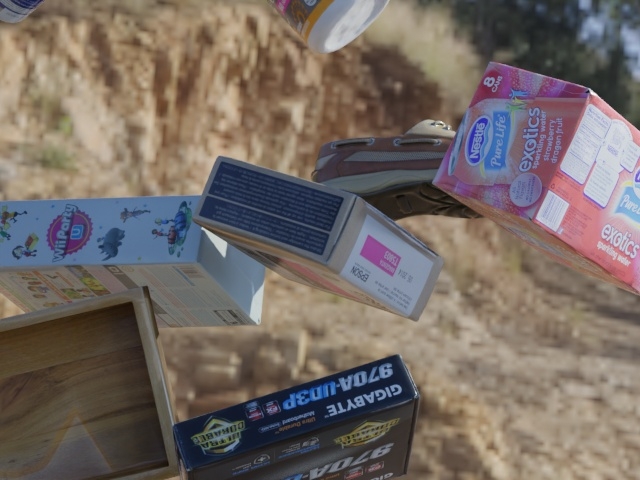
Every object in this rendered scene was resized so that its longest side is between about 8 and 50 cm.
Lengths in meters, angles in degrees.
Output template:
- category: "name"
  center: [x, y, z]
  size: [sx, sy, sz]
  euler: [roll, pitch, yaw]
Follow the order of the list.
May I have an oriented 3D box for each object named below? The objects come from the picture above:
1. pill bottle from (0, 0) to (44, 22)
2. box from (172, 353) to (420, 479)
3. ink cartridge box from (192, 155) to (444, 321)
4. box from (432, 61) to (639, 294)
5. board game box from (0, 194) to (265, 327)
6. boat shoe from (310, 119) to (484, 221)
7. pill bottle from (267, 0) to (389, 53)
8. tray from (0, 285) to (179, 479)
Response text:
- category: "pill bottle"
  center: [-0.255, -0.255, 1.409]
  size: [0.120, 0.067, 0.067]
  euler: [-34, -24, 27]
- category: "box"
  center: [-0.023, 0.195, 1.445]
  size: [0.220, 0.051, 0.175]
  euler: [-16, -31, -12]
- category: "ink cartridge box"
  center: [0.000, 0.000, 1.755]
  size: [0.193, 0.088, 0.234]
  euler: [19, -8, 33]
- category: "box"
  center: [0.279, -0.062, 1.719]
  size: [0.142, 0.154, 0.300]
  euler: [24, -1, 40]
- category: "board game box"
  center: [-0.247, 0.031, 1.935]
  size: [0.303, 0.098, 0.224]
  euler: [-2, -24, 17]
- category: "boat shoe"
  center: [0.141, -0.099, 2.000]
  size: [0.324, 0.120, 0.122]
  euler: [-5, -26, 8]
- category: "pill bottle"
  center: [-0.035, -0.421, 2.290]
  size: [0.278, 0.162, 0.162]
  euler: [48, 4, 11]
- category: "tray"
  center: [-0.363, 0.192, 1.658]
  size: [0.410, 0.203, 0.076]
  euler: [-13, 0, -1]
